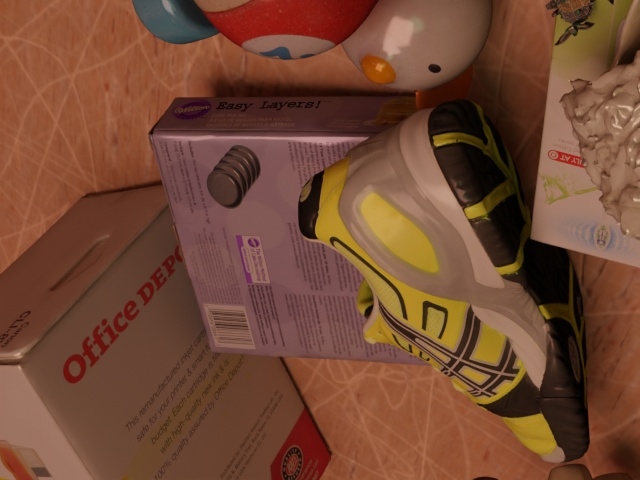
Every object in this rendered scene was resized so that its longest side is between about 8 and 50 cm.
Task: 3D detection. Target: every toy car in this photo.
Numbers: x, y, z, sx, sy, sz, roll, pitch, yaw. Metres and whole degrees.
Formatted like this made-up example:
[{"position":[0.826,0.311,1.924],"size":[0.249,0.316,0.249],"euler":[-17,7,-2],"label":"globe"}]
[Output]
[{"position":[0.040,-0.165,0.793],"size":[0.219,0.210,0.238],"euler":[-4,137,46],"label":"toy car"}]

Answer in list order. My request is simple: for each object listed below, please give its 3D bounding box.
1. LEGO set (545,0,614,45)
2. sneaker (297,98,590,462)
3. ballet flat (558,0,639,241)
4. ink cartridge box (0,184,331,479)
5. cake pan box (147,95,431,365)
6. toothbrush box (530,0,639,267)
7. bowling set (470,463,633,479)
[{"position":[0.153,-0.157,0.677],"size":[0.054,0.023,0.083],"euler":[33,125,4],"label":"LEGO set"},{"position":[0.116,0.047,0.910],"size":[0.147,0.145,0.384],"euler":[-14,131,22],"label":"sneaker"},{"position":[0.251,-0.151,0.549],"size":[0.147,0.147,0.409],"euler":[37,133,-2],"label":"ballet flat"},{"position":[-0.176,0.174,1.140],"size":[0.160,0.279,0.384],"euler":[-4,123,34],"label":"ink cartridge box"},{"position":[0.000,0.000,1.007],"size":[0.246,0.070,0.266],"euler":[2,128,18],"label":"cake pan box"},{"position":[0.263,-0.115,0.742],"size":[0.206,0.122,0.283],"euler":[16,134,20],"label":"toothbrush box"},{"position":[0.211,0.284,1.000],"size":[0.200,0.154,0.287],"euler":[0,158,-16],"label":"bowling set"}]
